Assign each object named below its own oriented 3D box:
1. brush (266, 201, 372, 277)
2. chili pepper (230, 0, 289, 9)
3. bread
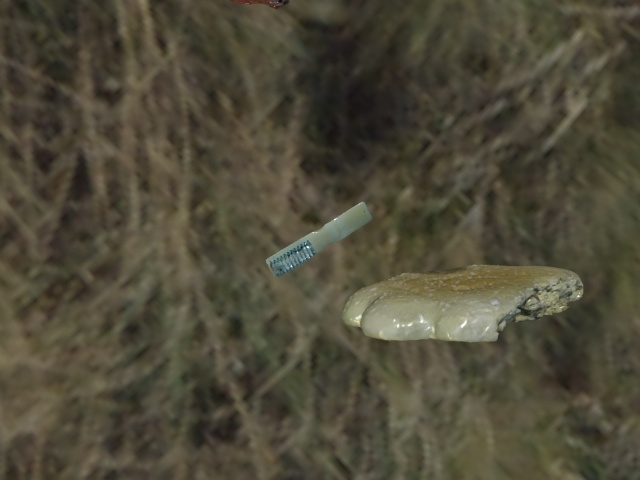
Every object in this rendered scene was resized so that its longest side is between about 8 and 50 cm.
[{"bbox_3d":[0.000,0.000,1.312,0.083,0.013,0.016,-31,108,-4],"label":"brush"},{"bbox_3d":[-0.109,-0.287,1.401,0.110,0.110,0.387,-41,146,-5],"label":"chili pepper"},{"bbox_3d":[0.117,0.051,1.613,0.251,0.182,0.039,-15,106,-60],"label":"bread"}]
